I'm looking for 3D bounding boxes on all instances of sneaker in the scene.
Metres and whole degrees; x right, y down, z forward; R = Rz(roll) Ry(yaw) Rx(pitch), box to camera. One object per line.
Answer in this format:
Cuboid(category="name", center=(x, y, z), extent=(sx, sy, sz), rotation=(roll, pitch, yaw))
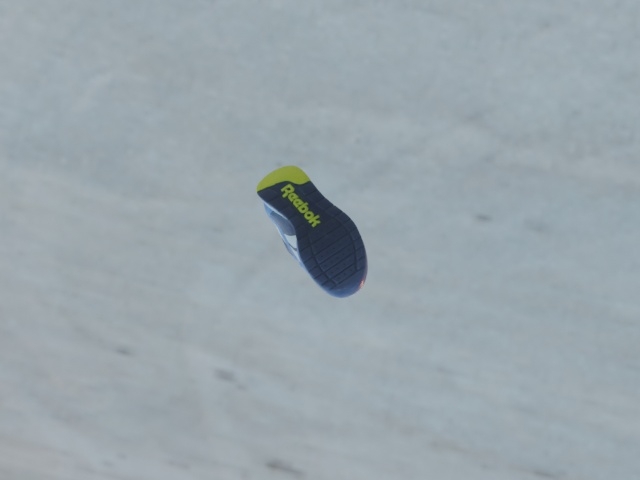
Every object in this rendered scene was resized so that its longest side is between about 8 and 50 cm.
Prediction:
Cuboid(category="sneaker", center=(0.000, 0.000, 1.373), extent=(0.144, 0.053, 0.059), rotation=(57, 171, 41))
